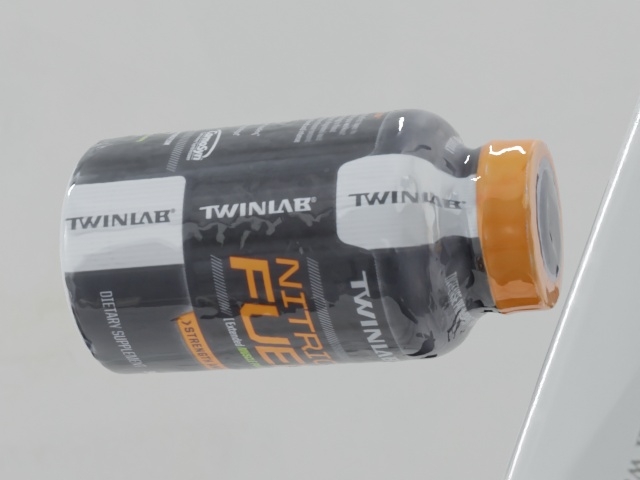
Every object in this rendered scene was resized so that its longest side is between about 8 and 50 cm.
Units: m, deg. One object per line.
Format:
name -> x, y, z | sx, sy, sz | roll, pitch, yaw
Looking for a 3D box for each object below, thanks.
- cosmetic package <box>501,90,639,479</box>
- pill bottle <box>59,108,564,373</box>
cosmetic package -> 0.222, 0.083, 0.339 | 0.365, 0.155, 0.197 | 19, -107, 13
pill bottle -> 0.000, 0.000, 0.889 | 0.245, 0.130, 0.130 | -5, -62, 18
